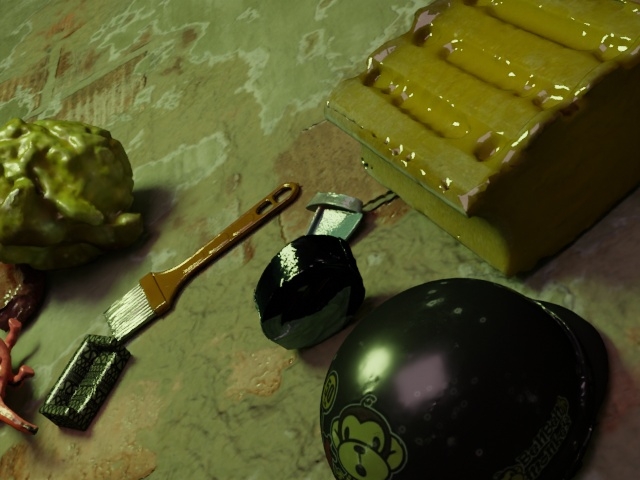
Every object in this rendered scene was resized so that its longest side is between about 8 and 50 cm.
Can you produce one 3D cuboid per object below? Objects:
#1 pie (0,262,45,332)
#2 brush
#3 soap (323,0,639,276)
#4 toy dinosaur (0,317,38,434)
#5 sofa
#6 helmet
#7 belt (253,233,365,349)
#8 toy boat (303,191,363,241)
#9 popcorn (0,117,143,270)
[{"bbox_3d":[-0.509,0.095,1.464,0.218,0.054,0.204,-40,38,-6],"label":"pie"},{"bbox_3d":[-0.153,0.020,1.299,0.314,0.017,0.090,-37,37,-3],"label":"brush"},{"bbox_3d":[0.201,-0.149,1.085,0.293,0.156,0.335,-44,38,-5],"label":"soap"},{"bbox_3d":[-0.433,0.203,1.274,0.139,0.070,0.286,-55,38,12],"label":"toy dinosaur"},{"bbox_3d":[-0.290,0.174,1.221,0.060,0.039,0.118,1,51,38],"label":"sofa"},{"bbox_3d":[0.111,0.123,0.863,0.279,0.160,0.230,-48,37,-13],"label":"helmet"},{"bbox_3d":[-0.013,0.055,1.070,0.140,0.105,0.058,-50,35,25],"label":"belt"},{"bbox_3d":[0.000,0.001,1.193,0.096,0.034,0.122,7,63,42],"label":"toy boat"},{"bbox_3d":[-0.375,-0.057,1.410,0.251,0.206,0.237,33,45,24],"label":"popcorn"}]
